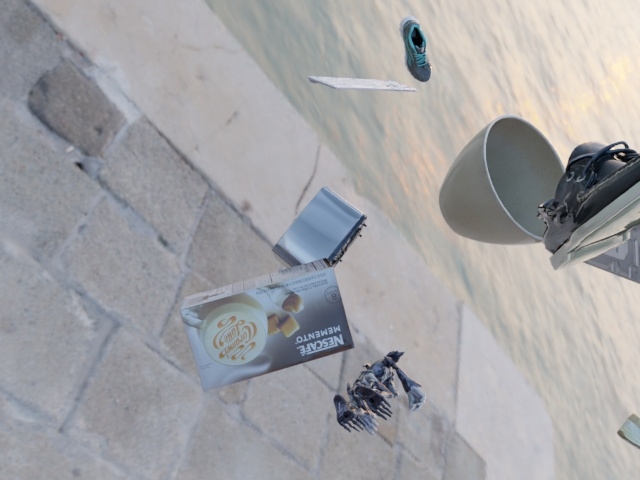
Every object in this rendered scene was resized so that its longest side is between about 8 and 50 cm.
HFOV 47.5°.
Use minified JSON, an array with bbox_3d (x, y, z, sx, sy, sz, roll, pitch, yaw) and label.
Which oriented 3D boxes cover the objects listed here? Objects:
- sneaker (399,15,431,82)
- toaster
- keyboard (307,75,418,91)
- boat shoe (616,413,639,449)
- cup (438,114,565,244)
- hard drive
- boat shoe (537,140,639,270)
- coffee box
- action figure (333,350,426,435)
[{"bbox_3d":[0.238,-0.465,1.791,0.076,0.065,0.166,-110,177,-67],"label":"sneaker"},{"bbox_3d":[0.000,0.000,1.376,0.110,0.168,0.185,37,-6,4],"label":"toaster"},{"bbox_3d":[0.086,-0.297,1.384,0.256,0.072,0.014,-11,116,-47],"label":"keyboard"},{"bbox_3d":[0.502,0.301,1.054,0.135,0.045,0.050,31,-4,11],"label":"boat shoe"},{"bbox_3d":[0.443,-0.122,1.858,0.331,0.237,0.330,15,64,-34],"label":"cup"},{"bbox_3d":[0.704,-0.038,1.722,0.339,0.064,0.236,-118,-159,-81],"label":"hard drive"},{"bbox_3d":[0.328,-0.058,0.850,0.340,0.127,0.113,63,7,-75],"label":"boat shoe"},{"bbox_3d":[-0.085,0.132,1.169,0.098,0.247,0.141,-133,-151,-80],"label":"coffee box"},{"bbox_3d":[0.124,0.330,1.545,0.141,0.164,0.276,54,19,6],"label":"action figure"}]
